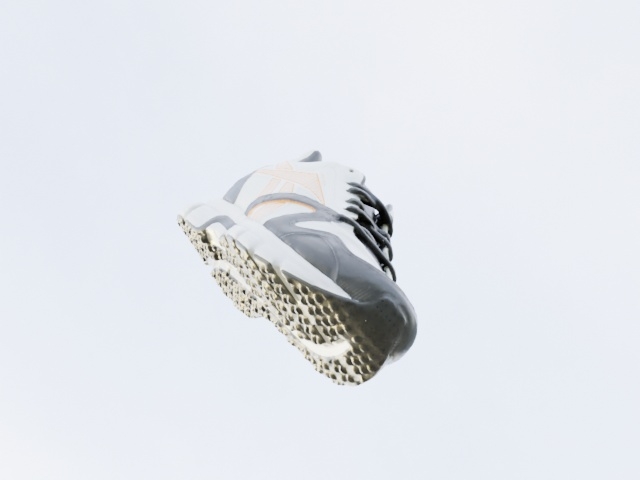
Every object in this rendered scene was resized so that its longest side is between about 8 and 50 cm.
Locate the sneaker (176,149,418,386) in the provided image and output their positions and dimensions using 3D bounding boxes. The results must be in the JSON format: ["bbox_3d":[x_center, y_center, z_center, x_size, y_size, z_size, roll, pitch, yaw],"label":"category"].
[{"bbox_3d":[0.000,0.000,0.442,0.044,0.109,0.040,-34,-68,-9],"label":"sneaker"}]
